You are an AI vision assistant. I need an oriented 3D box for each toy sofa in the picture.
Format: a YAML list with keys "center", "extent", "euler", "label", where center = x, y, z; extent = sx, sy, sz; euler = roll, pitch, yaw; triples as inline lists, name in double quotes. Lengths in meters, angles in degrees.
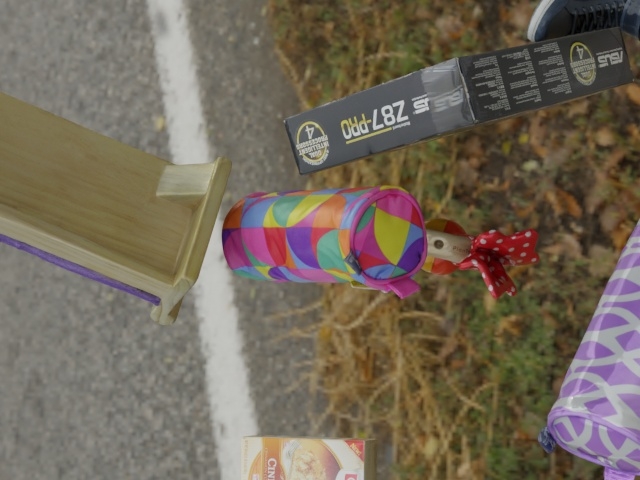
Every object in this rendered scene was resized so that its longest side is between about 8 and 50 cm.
- center: [-0.288, -0.048, 1.154]
  extent: [0.177, 0.362, 0.150]
  euler: [-45, 27, 54]
  label: "toy sofa"

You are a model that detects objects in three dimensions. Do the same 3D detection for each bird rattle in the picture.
- center: [0.173, 0.001, 1.592]
  extent: [0.207, 0.253, 0.143]
  euler: [-11, -75, -82]
  label: "bird rattle"

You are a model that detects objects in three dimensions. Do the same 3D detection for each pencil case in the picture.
- center: [0.000, 0.000, 1.128]
  extent: [0.236, 0.104, 0.104]
  euler: [4, 86, 54]
  label: "pencil case"
- center: [0.229, 0.065, 0.788]
  extent: [0.086, 0.088, 0.206]
  euler: [8, 59, 45]
  label: "pencil case"

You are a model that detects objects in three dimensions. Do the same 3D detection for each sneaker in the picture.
- center: [0.429, -0.326, 1.706]
  extent: [0.163, 0.226, 0.086]
  euler: [43, 151, 31]
  label: "sneaker"

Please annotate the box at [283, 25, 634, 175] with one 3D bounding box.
- center: [0.196, -0.197, 1.605]
  extent: [0.318, 0.395, 0.097]
  euler: [-15, 93, 45]
  label: "box"

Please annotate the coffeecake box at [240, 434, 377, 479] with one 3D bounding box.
- center: [-0.016, 0.351, 1.645]
  extent: [0.185, 0.068, 0.142]
  euler: [-2, 83, 18]
  label: "coffeecake box"
